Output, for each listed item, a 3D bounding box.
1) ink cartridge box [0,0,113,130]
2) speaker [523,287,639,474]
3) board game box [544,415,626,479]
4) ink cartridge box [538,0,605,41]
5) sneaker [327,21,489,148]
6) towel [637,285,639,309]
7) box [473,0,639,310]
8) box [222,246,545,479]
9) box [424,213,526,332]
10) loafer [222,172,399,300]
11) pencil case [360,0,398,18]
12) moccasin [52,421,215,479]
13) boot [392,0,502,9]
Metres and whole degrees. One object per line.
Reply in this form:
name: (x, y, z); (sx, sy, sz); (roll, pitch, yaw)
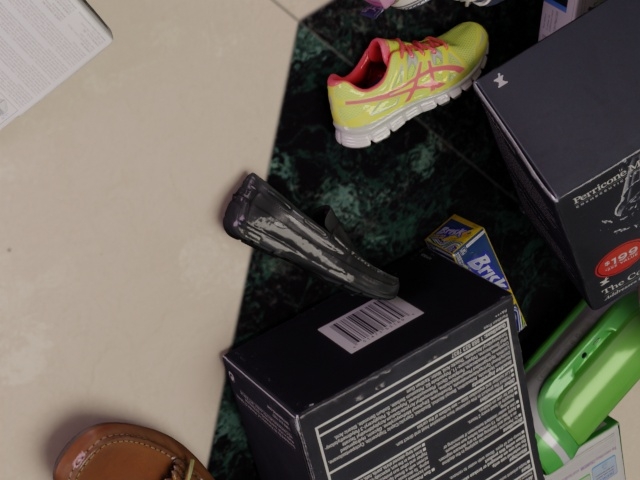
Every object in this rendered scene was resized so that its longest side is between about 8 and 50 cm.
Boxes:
ink cartridge box: (-0.304, -0.185, 1.265); (0.179, 0.045, 0.145); (-36, 128, 7)
speaker: (0.350, 0.159, 1.773); (0.296, 0.131, 0.131); (-47, 127, -8)
board game box: (0.321, 0.417, 1.900); (0.242, 0.064, 0.317); (-26, 122, -22)
ink cartridge box: (0.405, -0.291, 1.584); (0.332, 0.065, 0.165); (-12, 123, -26)
sneaker: (0.095, -0.188, 1.487); (0.208, 0.081, 0.094); (-35, 123, -15)
towel: (0.505, 0.038, 1.756); (0.332, 0.053, 0.317); (29, 50, -39)
box: (0.382, -0.127, 1.519); (0.343, 0.179, 0.312); (-32, 149, 3)
box: (0.079, 0.216, 1.582); (0.296, 0.182, 0.294); (-26, 120, -22)
box: (0.189, 0.052, 1.663); (0.054, 0.059, 0.169); (-40, 126, -16)
loafer: (0.000, 0.000, 1.493); (0.223, 0.076, 0.078); (27, 84, -24)
pencil case: (0.119, -0.365, 1.402); (0.284, 0.124, 0.124); (-48, 127, -8)
moccasin: (-0.148, 0.330, 1.505); (0.139, 0.147, 0.380); (-42, 126, -11)
boot: (0.158, -0.282, 1.494); (0.190, 0.069, 0.086); (-36, 122, -18)
